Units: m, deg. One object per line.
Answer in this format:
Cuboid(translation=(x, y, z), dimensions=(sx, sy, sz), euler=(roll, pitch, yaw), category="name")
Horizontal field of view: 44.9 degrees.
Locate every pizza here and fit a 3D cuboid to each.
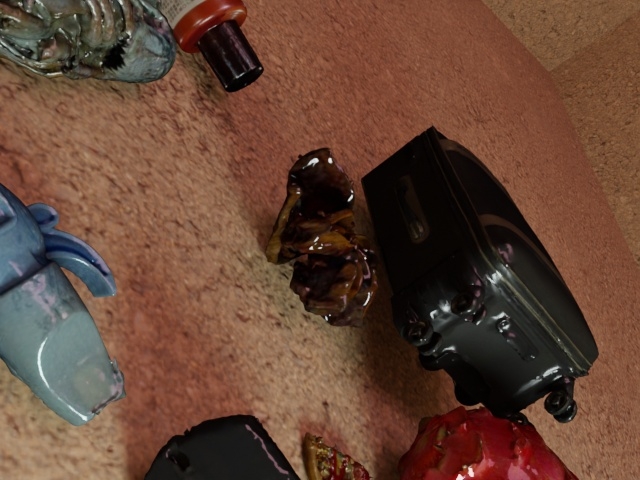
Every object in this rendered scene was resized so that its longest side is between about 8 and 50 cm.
Cuboid(translation=(0.015, 0.244, 0.815), dimensions=(0.099, 0.029, 0.100), euler=(56, 29, 0), category="pizza")

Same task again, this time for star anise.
Cuboid(translation=(0.000, 0.000, 0.938), dimensions=(0.190, 0.125, 0.220), euler=(-60, 136, -59), category="star anise")

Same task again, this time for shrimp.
Cuboid(translation=(-0.249, -0.234, 0.749), dimensions=(0.137, 0.172, 0.372), euler=(65, 22, 3), category="shrimp")

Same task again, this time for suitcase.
Cuboid(translation=(0.201, 0.032, 1.064), dimensions=(0.283, 0.194, 0.434), euler=(45, 18, -28), category="suitcase")

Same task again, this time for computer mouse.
Cuboid(translation=(-0.051, 0.241, 0.630), dimensions=(0.217, 0.122, 0.073), euler=(52, 6, -9), category="computer mouse")

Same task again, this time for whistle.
Cuboid(translation=(-0.247, 0.026, 0.589), dimensions=(0.269, 0.093, 0.180), euler=(59, 35, -9), category="whistle")

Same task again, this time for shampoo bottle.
Cuboid(translation=(-0.169, -0.324, 1.025), dimensions=(0.278, 0.104, 0.104), euler=(59, 29, 3), category="shampoo bottle")

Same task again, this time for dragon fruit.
Cuboid(translation=(0.202, 0.309, 0.871), dimensions=(0.268, 0.210, 0.205), euler=(49, 47, -25), category="dragon fruit")
